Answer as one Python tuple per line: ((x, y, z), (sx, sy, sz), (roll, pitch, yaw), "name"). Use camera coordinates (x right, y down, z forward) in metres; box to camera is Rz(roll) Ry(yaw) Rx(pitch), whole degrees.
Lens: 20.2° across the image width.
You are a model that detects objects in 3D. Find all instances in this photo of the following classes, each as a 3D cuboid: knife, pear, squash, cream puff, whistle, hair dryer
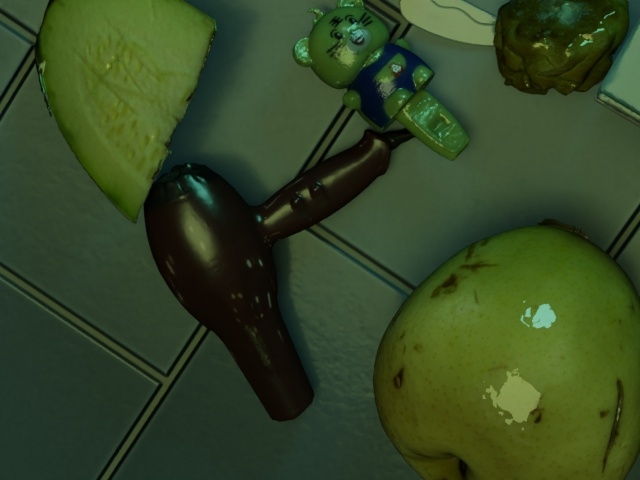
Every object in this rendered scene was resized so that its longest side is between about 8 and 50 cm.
((0.106, -0.267, 1.965), (0.244, 0.032, 0.058), (32, 100, -3), "knife")
((0.208, 0.142, 1.887), (0.309, 0.309, 0.309), (1, 100, 7), "pear")
((-0.233, -0.178, 1.960), (0.155, 0.204, 0.236), (22, 103, -20), "squash")
((0.257, -0.208, 1.911), (0.146, 0.146, 0.116), (-2, 138, 8), "cream puff")
((0.070, -0.172, 1.947), (0.227, 0.085, 0.105), (43, 73, 3), "whistle")
((0.000, 0.000, 2.000), (0.340, 0.123, 0.312), (-32, 105, 1), "hair dryer")

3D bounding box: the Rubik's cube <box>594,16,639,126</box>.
((0.430, -0.192, 1.813), (0.225, 0.221, 0.231), (30, 106, 9), "Rubik's cube")
